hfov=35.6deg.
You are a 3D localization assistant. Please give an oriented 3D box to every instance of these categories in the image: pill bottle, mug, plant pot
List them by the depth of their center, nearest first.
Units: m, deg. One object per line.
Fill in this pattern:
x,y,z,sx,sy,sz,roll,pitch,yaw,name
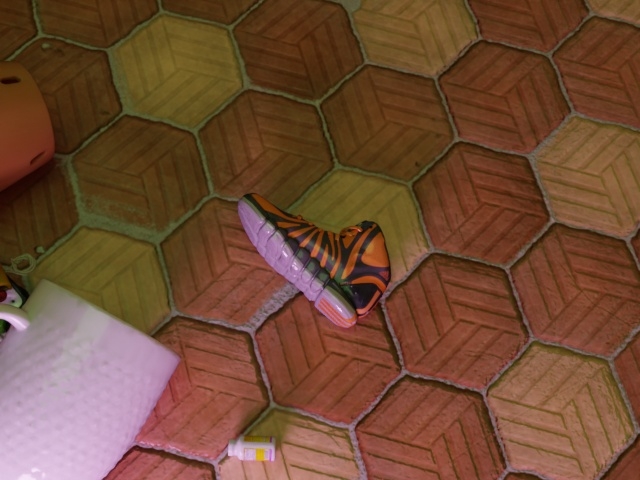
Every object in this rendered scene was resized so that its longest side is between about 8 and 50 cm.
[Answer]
-0.465,0.248,1.644,0.374,0.276,0.328,38,75,-35,mug
-0.121,0.369,1.774,0.083,0.043,0.043,3,70,-2,pill bottle
-0.630,-0.210,1.853,0.204,0.291,0.290,-23,72,-30,plant pot

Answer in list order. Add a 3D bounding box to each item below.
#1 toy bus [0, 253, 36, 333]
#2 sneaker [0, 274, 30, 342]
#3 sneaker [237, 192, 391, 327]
-0.612,0.062,1.696,0.191,0.104,0.202,15,58,1,toy bus
-0.618,0.206,1.738,0.258,0.169,0.447,-12,68,-6,sneaker
0.000,0.000,1.891,0.321,0.124,0.180,46,69,2,sneaker
